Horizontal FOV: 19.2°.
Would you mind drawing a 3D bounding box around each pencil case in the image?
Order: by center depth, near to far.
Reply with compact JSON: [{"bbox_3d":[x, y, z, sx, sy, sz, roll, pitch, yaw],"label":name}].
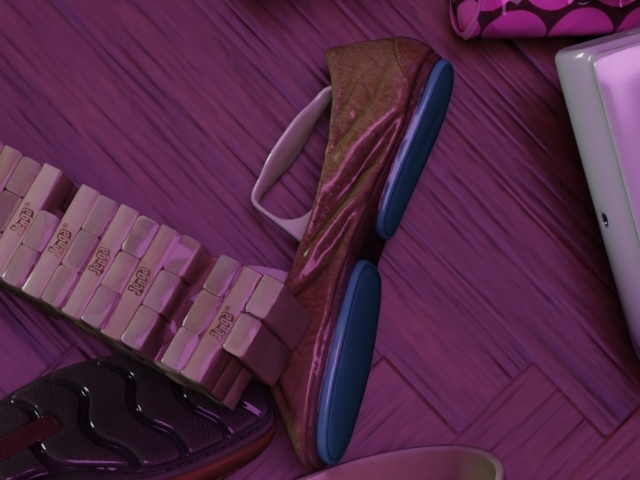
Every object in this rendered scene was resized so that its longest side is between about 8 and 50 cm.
[{"bbox_3d":[0.206,-0.211,1.488,0.209,0.095,0.098,-6,117,-8],"label":"pencil case"}]

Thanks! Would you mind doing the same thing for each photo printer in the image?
[{"bbox_3d":[0.337,-0.032,1.439,0.256,0.107,0.307,-18,98,-7],"label":"photo printer"}]

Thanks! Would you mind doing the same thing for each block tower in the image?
[{"bbox_3d":[-0.179,0.009,1.362,0.335,0.097,0.091,25,79,19],"label":"block tower"}]

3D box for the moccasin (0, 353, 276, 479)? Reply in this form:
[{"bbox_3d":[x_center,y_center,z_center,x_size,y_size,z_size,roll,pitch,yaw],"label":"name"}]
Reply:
[{"bbox_3d":[-0.201,0.197,1.355,0.380,0.147,0.139,-29,54,-28],"label":"moccasin"}]

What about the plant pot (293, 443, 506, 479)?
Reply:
[{"bbox_3d":[0.049,0.320,1.334,0.257,0.256,0.274,-21,101,-8],"label":"plant pot"}]

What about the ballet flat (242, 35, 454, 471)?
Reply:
[{"bbox_3d":[0.000,0.000,1.434,0.124,0.116,0.342,13,79,17],"label":"ballet flat"}]
